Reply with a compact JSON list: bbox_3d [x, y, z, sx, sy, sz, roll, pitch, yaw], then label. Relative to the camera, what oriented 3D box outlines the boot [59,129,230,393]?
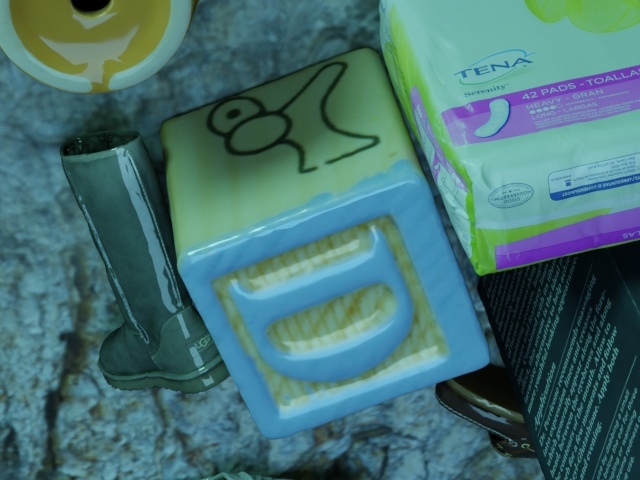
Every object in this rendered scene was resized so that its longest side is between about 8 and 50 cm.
[{"bbox_3d":[-0.157,0.017,1.299,0.076,0.190,0.208,-41,111,-34],"label":"boot"}]

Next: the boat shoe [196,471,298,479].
[{"bbox_3d":[-0.078,0.250,1.478,0.267,0.096,0.088,-7,130,5],"label":"boat shoe"}]

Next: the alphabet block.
[{"bbox_3d":[0.000,0.000,1.253,0.192,0.197,0.193,-19,125,4],"label":"alphabet block"}]

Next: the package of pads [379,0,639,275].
[{"bbox_3d":[0.172,-0.110,1.146,0.229,0.296,0.101,-12,127,-1],"label":"package of pads"}]

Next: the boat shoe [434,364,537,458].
[{"bbox_3d":[0.189,0.168,1.476,0.207,0.073,0.073,19,117,-21],"label":"boat shoe"}]

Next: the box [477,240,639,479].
[{"bbox_3d":[0.315,0.075,1.238,0.293,0.395,0.212,4,124,-12],"label":"box"}]

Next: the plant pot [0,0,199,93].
[{"bbox_3d":[-0.155,-0.197,1.096,0.205,0.188,0.205,-5,125,-7],"label":"plant pot"}]
